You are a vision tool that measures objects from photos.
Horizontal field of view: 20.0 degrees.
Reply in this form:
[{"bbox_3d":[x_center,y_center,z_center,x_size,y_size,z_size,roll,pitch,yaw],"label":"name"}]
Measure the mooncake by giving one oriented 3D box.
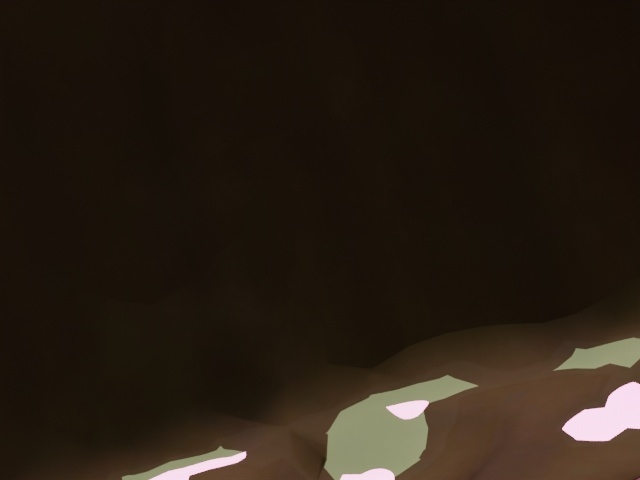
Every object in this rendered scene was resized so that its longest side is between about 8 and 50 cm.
[{"bbox_3d":[0.000,0.000,0.557,0.356,0.194,0.356,-13,171,-2],"label":"mooncake"}]
